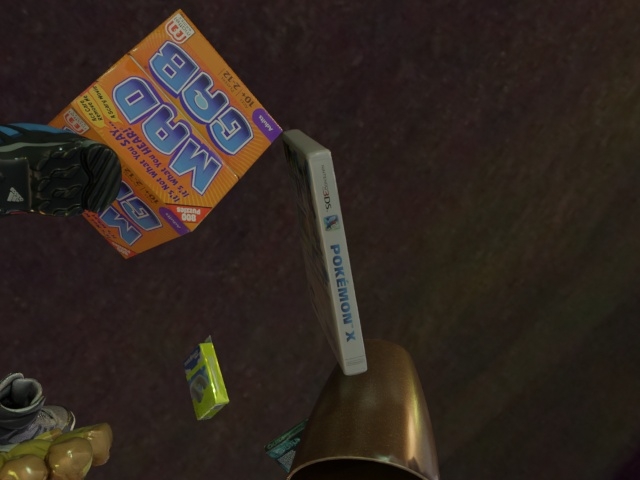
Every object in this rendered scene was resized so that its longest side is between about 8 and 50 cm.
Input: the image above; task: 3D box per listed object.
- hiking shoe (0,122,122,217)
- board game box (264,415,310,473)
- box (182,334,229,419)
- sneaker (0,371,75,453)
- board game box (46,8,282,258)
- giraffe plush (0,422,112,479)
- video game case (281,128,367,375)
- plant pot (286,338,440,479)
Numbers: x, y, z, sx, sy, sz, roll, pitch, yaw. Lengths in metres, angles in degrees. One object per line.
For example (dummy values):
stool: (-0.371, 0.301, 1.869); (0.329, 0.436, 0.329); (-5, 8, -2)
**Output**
hiking shoe: (-0.380, -0.075, 0.946); (0.304, 0.132, 0.113); (3, 106, -28)
board game box: (-0.017, 0.457, 1.950); (0.186, 0.026, 0.126); (-35, 123, 8)
box: (-0.284, 0.335, 2.098); (0.042, 0.178, 0.109); (0, 149, -36)
sneaker: (-0.527, 0.317, 1.568); (0.153, 0.101, 0.268); (-60, 161, 15)
board game box: (-0.386, -0.229, 1.960); (0.356, 0.356, 0.356); (-18, -151, 53)
giraffe plush: (-0.348, 0.340, 1.079); (0.181, 0.171, 0.210); (-14, 179, -43)
video game case: (0.000, 0.000, 1.246); (0.036, 0.300, 0.329); (-11, -167, -5)
plant pot: (0.073, 0.268, 1.249); (0.215, 0.215, 0.230); (103, -2, -48)
